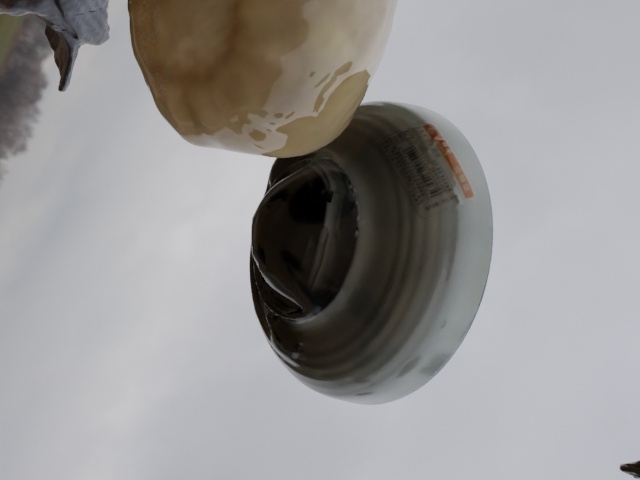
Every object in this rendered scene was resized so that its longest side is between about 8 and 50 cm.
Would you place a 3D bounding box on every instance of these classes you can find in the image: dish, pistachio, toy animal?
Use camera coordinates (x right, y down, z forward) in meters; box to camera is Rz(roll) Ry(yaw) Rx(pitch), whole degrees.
[{"bbox_3d":[0.000,0.000,0.737,0.273,0.134,0.273,-18,-114,49],"label":"dish"},{"bbox_3d":[-0.028,-0.200,0.629,0.194,0.214,0.318,-15,-139,35],"label":"pistachio"},{"bbox_3d":[-0.276,-0.263,0.787,0.185,0.298,0.122,-32,-124,-3],"label":"toy animal"}]

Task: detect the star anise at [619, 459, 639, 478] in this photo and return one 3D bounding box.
[{"bbox_3d":[0.418,0.214,0.755,0.288,0.288,0.088,-46,-175,39],"label":"star anise"}]
